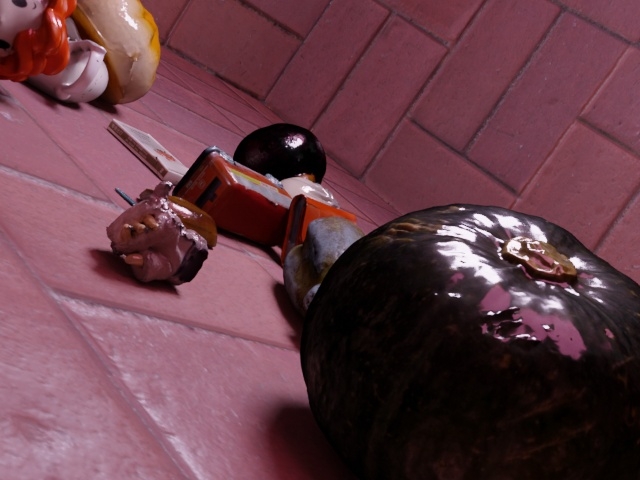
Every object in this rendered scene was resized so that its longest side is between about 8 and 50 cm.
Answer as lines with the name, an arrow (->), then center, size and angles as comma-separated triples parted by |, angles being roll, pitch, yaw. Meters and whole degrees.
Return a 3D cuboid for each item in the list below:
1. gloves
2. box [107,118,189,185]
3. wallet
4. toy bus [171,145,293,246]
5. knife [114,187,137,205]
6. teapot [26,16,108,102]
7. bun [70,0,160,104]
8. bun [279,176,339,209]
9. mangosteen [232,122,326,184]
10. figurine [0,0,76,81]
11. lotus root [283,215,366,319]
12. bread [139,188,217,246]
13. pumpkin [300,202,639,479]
gloves -> -0.210, 0.000, 1.277 | 0.094, 0.110, 0.144 | 33, -23, 41
box -> -0.319, -0.165, 1.921 | 0.198, 0.029, 0.109 | 40, 11, 32
wallet -> 0.000, 0.000, 1.890 | 0.045, 0.142, 0.204 | 9, -5, 30
toy bus -> -0.139, -0.068, 1.819 | 0.120, 0.121, 0.265 | 46, 12, 32
knife -> -0.290, -0.057, 1.549 | 0.091, 0.005, 0.014 | 39, 8, 24
teapot -> -0.490, -0.351, 1.899 | 0.300, 0.166, 0.208 | 30, -9, 47
bun -> -0.436, -0.440, 2.098 | 0.299, 0.165, 0.299 | 41, -25, 24
bun -> -0.022, -0.056, 2.013 | 0.173, 0.120, 0.173 | 55, 3, -5
mangosteen -> -0.079, -0.134, 2.170 | 0.211, 0.211, 0.250 | 11, 56, -68
figurine -> -0.568, -0.375, 1.513 | 0.306, 0.241, 0.412 | 15, 5, 15
lotus root -> 0.024, 0.067, 1.580 | 0.140, 0.158, 0.322 | 36, 14, -16
bread -> -0.226, -0.045, 1.607 | 0.129, 0.044, 0.126 | 19, 16, -48
pumpkin -> 0.198, 0.158, 1.156 | 0.454, 0.344, 0.454 | 17, 23, -8
